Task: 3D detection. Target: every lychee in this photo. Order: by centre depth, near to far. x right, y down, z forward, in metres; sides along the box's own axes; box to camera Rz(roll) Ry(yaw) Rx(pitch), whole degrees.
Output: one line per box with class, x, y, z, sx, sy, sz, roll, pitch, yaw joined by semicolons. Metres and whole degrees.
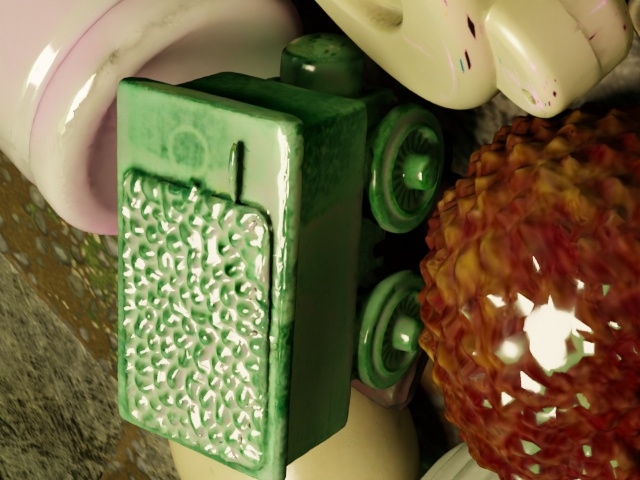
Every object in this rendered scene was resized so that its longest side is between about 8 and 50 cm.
lychee;0.161;0.032;0.799;0.271;0.236;0.236;-127;19;-62

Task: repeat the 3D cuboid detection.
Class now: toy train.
toy train;-0.020;0.005;0.908;0.145;0.202;0.266;17;116;32

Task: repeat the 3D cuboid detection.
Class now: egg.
egg;-0.025;0.157;1.146;0.241;0.186;0.186;47;148;38

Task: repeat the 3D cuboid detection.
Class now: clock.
clock;0.028;-0.211;0.764;0.309;0.114;0.284;53;171;-19

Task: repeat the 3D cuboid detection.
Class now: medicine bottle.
medicine bottle;-0.188;-0.179;0.991;0.325;0.212;0.212;44;144;25

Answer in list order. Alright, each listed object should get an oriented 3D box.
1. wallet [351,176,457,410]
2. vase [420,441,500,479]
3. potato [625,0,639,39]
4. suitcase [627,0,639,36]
wallet;0.000;0.000;1.058;0.229;0.049;0.182;31;115;29
vase;0.091;0.245;1.034;0.128;0.248;0.128;29;138;30
potato;0.189;-0.153;0.714;0.105;0.085;0.188;-11;118;14
suitcase;0.338;-0.078;0.485;0.434;0.194;0.283;3;150;50
